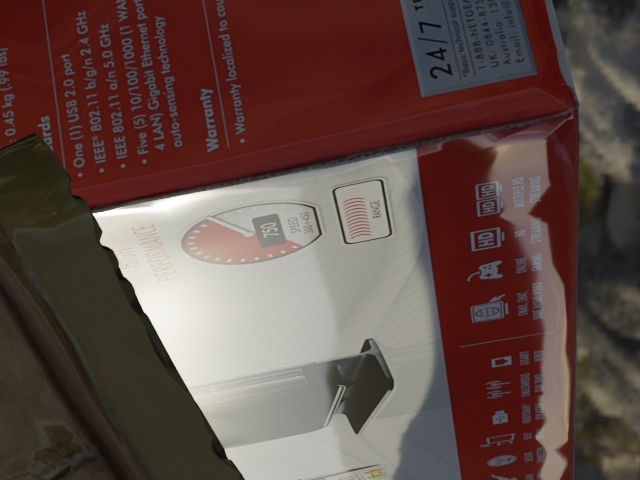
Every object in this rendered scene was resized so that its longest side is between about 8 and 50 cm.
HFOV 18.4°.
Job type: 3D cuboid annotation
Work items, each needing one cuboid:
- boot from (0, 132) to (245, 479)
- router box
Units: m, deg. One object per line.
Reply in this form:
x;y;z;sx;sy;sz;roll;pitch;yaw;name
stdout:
-0.121;0.135;0.388;0.236;0.269;0.089;58;170;9;boot
-0.068;0.030;0.666;0.301;0.082;0.335;-12;155;2;router box
